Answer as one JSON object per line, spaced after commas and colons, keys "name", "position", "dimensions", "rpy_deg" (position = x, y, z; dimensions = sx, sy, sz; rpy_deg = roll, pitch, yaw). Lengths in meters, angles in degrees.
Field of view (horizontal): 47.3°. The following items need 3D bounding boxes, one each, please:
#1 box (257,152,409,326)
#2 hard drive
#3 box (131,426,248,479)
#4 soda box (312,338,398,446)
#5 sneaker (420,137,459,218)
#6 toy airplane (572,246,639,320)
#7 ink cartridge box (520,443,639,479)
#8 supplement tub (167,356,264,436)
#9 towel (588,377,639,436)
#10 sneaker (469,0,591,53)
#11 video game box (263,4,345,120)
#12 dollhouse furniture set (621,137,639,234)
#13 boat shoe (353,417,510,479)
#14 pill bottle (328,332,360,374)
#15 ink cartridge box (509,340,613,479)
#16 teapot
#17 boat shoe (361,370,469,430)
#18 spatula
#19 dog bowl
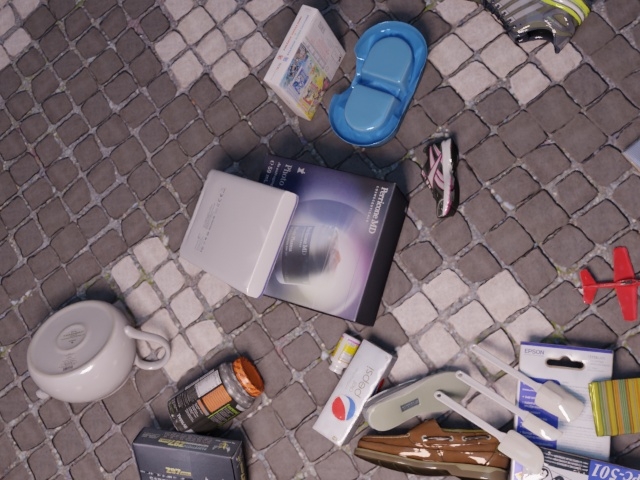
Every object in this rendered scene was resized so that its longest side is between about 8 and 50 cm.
{"name": "box", "position": [0.000, 0.000, 1.552], "dimensions": [0.294, 0.183, 0.296], "rpy_deg": [15, 84, 17]}
{"name": "hard drive", "position": [-0.178, -0.025, 1.500], "dimensions": [0.319, 0.040, 0.210], "rpy_deg": [21, 90, 53]}
{"name": "box", "position": [-0.270, 0.494, 1.543], "dimensions": [0.233, 0.059, 0.183], "rpy_deg": [4, 117, 16]}
{"name": "soda box", "position": [0.074, 0.317, 1.525], "dimensions": [0.074, 0.069, 0.216], "rpy_deg": [30, 87, 20]}
{"name": "sneaker", "position": [0.254, -0.129, 1.573], "dimensions": [0.077, 0.072, 0.178], "rpy_deg": [-5, 69, 27]}
{"name": "toy airplane", "position": [0.579, 0.085, 1.448], "dimensions": [0.151, 0.028, 0.151], "rpy_deg": [-3, 79, 15]}
{"name": "ink cartridge box", "position": [0.474, 0.442, 1.331], "dimensions": [0.207, 0.046, 0.097], "rpy_deg": [9, 82, 18]}
{"name": "supplement tub", "position": [-0.224, 0.339, 1.580], "dimensions": [0.190, 0.117, 0.117], "rpy_deg": [-33, 72, 7]}
{"name": "towel", "position": [0.621, 0.304, 1.361], "dimensions": [0.238, 0.021, 0.102], "rpy_deg": [-4, 85, -4]}
{"name": "sneaker", "position": [0.416, -0.498, 1.575], "dimensions": [0.300, 0.111, 0.121], "rpy_deg": [24, 90, 21]}
{"name": "video game box", "position": [-0.030, -0.389, 1.627], "dimensions": [0.048, 0.205, 0.187], "rpy_deg": [23, 85, 23]}
{"name": "dollhouse furniture set", "position": [0.691, -0.133, 1.371], "dimensions": [0.286, 0.198, 0.303], "rpy_deg": [-38, 71, 6]}
{"name": "boat shoe", "position": [0.221, 0.410, 1.449], "dimensions": [0.308, 0.110, 0.104], "rpy_deg": [3, 66, 20]}
{"name": "pill bottle", "position": [0.050, 0.242, 1.560], "dimensions": [0.043, 0.043, 0.083], "rpy_deg": [27, 88, 19]}
{"name": "ink cartridge box", "position": [0.460, 0.388, 1.402], "dimensions": [0.176, 0.069, 0.370], "rpy_deg": [4, 82, 17]}
{"name": "teapot", "position": [-0.512, 0.270, 1.649], "dimensions": [0.256, 0.187, 0.252], "rpy_deg": [20, 57, 35]}
{"name": "boat shoe", "position": [0.188, 0.312, 1.478], "dimensions": [0.228, 0.081, 0.079], "rpy_deg": [-18, 103, -14]}
{"name": "spatula", "position": [0.354, 0.308, 1.395], "dimensions": [0.242, 0.019, 0.168], "rpy_deg": [31, 77, 32]}
{"name": "dog bowl", "position": [0.134, -0.340, 1.639], "dimensions": [0.166, 0.074, 0.297], "rpy_deg": [22, 85, 19]}
